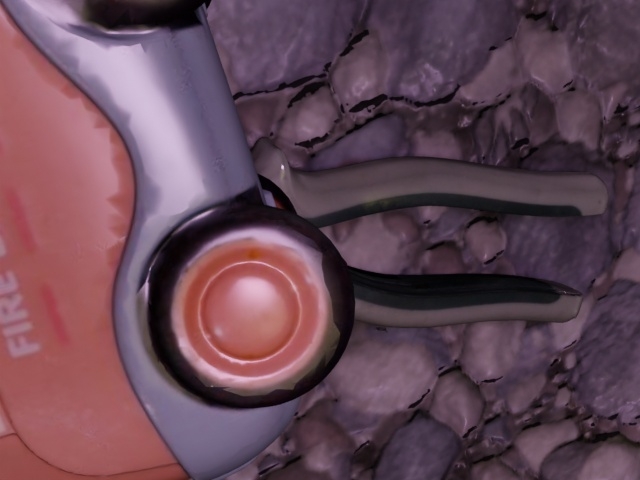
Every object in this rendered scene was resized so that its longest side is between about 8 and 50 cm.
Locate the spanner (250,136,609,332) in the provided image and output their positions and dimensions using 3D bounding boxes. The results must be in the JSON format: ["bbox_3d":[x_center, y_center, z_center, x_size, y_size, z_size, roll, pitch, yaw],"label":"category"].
[{"bbox_3d":[0.000,0.000,0.604,0.325,0.040,0.095,3,109,-24],"label":"spanner"}]

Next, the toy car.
[{"bbox_3d":[-0.119,-0.028,0.448,0.213,0.180,0.270,-18,99,-4],"label":"toy car"}]
